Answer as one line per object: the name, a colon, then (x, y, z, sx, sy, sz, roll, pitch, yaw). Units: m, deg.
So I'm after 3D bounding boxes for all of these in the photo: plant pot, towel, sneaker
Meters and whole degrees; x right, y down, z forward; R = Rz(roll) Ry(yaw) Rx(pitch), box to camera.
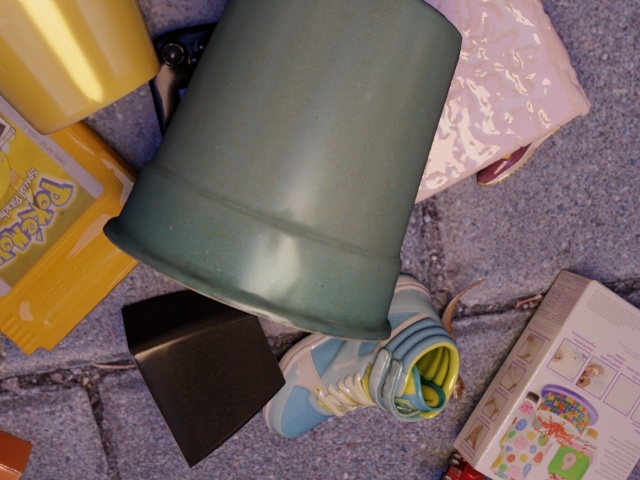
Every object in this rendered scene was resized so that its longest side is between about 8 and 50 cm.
plant pot: (-0.157, 0.163, 0.998, 0.167, 0.188, 0.187, -26, 109, -11)
towel: (0.141, -0.239, 0.936, 0.317, 0.053, 0.331, -29, 101, 9)
sneaker: (0.057, 0.208, 1.007, 0.319, 0.208, 0.127, -45, 125, 8)
plant pot: (-0.311, -0.261, 0.806, 0.254, 0.254, 0.239, -28, 112, 2)
sneaker: (0.275, -0.159, 1.006, 0.185, 0.069, 0.084, -45, 94, 5)
plant pot: (-0.021, -0.110, 0.798, 0.341, 0.341, 0.334, 20, 95, -12)

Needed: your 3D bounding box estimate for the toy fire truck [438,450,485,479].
toy fire truck: (0.258, 0.398, 1.136, 0.135, 0.192, 0.047, 26, 104, 15)

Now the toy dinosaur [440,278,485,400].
toy dinosaur: (0.186, 0.152, 1.100, 0.112, 0.064, 0.211, -15, 119, -21)

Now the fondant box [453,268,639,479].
fondant box: (0.395, 0.245, 1.100, 0.238, 0.096, 0.330, 32, 90, -15)

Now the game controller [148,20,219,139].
game controller: (-0.123, -0.128, 0.963, 0.167, 0.067, 0.319, -12, 109, -3)

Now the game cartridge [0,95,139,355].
game cartridge: (-0.396, -0.042, 0.941, 0.285, 0.052, 0.324, -44, 96, 8)

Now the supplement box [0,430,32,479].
supplement box: (-0.527, 0.402, 1.076, 0.080, 0.078, 0.233, 31, 102, -19)
